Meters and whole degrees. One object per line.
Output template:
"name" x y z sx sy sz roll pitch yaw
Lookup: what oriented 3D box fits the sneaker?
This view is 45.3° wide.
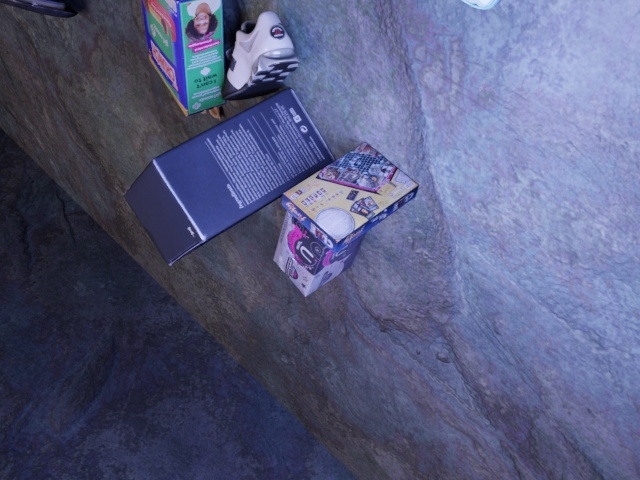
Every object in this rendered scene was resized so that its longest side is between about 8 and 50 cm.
"sneaker" -0.148 -0.418 1.751 0.330 0.122 0.146 -20 84 61

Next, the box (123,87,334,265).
"box" -0.221 -0.148 1.820 0.212 0.395 0.293 58 150 -4

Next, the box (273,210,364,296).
"box" 0.000 0.000 1.878 0.142 0.163 0.247 47 150 18

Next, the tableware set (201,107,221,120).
"tableware set" -0.322 -0.402 2.096 0.169 0.020 0.141 24 138 44

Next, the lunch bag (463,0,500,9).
"lunch bag" 0.219 -0.494 1.113 0.279 0.108 0.224 45 144 15

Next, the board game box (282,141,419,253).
"board game box" 0.064 -0.095 1.607 0.165 0.243 0.042 43 149 23

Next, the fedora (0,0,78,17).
"fedora" -0.899 -0.802 2.362 0.334 0.334 0.152 30 112 38

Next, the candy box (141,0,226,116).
"candy box" -0.334 -0.510 1.850 0.268 0.122 0.317 53 155 35
